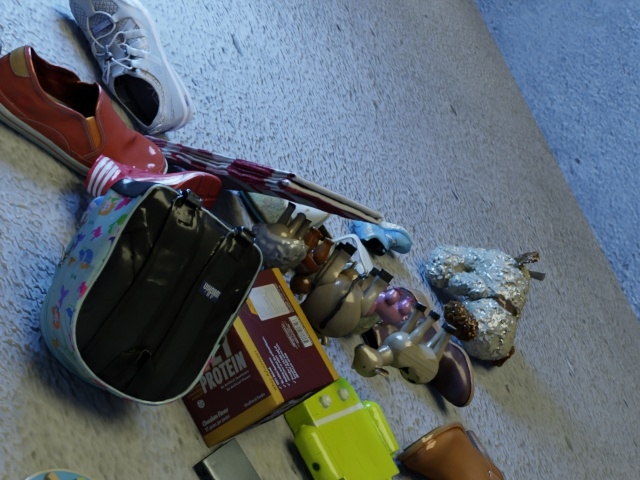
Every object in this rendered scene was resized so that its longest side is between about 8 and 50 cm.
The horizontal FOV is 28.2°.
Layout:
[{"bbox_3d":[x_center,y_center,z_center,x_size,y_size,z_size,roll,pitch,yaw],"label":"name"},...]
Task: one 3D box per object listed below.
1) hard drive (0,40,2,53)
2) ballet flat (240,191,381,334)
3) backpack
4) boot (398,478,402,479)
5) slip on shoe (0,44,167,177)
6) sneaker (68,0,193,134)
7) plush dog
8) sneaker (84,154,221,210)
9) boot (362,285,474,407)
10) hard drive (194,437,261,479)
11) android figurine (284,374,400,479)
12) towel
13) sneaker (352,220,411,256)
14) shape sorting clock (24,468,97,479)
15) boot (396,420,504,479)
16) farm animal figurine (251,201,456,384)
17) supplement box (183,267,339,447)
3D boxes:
[{"bbox_3d":[-0.538,-0.351,1.731,0.254,0.054,0.172,61,25,12],"label":"hard drive"},{"bbox_3d":[0.000,0.000,2.192,0.348,0.123,0.123,55,25,-1],"label":"ballet flat"},{"bbox_3d":[-0.224,0.070,1.589,0.225,0.191,0.253,35,71,-35],"label":"backpack"},{"bbox_3d":[0.230,0.469,1.925,0.263,0.091,0.229,33,-9,25],"label":"boot"},{"bbox_3d":[-0.334,-0.171,1.821,0.331,0.101,0.123,33,31,-42],"label":"slip on shoe"},{"bbox_3d":[-0.305,-0.292,2.014,0.281,0.105,0.115,53,25,-6],"label":"sneaker"},{"bbox_3d":[0.347,0.139,2.590,0.262,0.211,0.225,36,54,-36],"label":"plush dog"},{"bbox_3d":[-0.244,-0.087,1.809,0.128,0.087,0.221,34,18,24],"label":"sneaker"},{"bbox_3d":[0.162,0.201,2.307,0.207,0.090,0.248,-4,63,-48],"label":"boot"},{"bbox_3d":[-0.105,0.338,1.697,0.135,0.022,0.094,57,24,3],"label":"hard drive"},{"bbox_3d":[0.036,0.305,1.954,0.248,0.056,0.272,-4,64,-62],"label":"android figurine"},{"bbox_3d":[-0.094,-0.088,1.973,0.237,0.329,0.037,21,87,-50],"label":"towel"},{"bbox_3d":[0.117,0.002,2.486,0.162,0.063,0.073,23,58,-43],"label":"sneaker"},{"bbox_3d":[-0.258,0.341,1.397,0.206,0.040,0.206,42,28,-28],"label":"shape sorting clock"},{"bbox_3d":[0.243,0.425,2.126,0.220,0.109,0.283,63,14,23],"label":"boot"},{"bbox_3d":[0.036,0.112,1.994,0.330,0.172,0.327,35,-4,13],"label":"farm animal figurine"},{"bbox_3d":[-0.106,0.159,1.787,0.191,0.129,0.194,60,25,10],"label":"supplement box"}]
